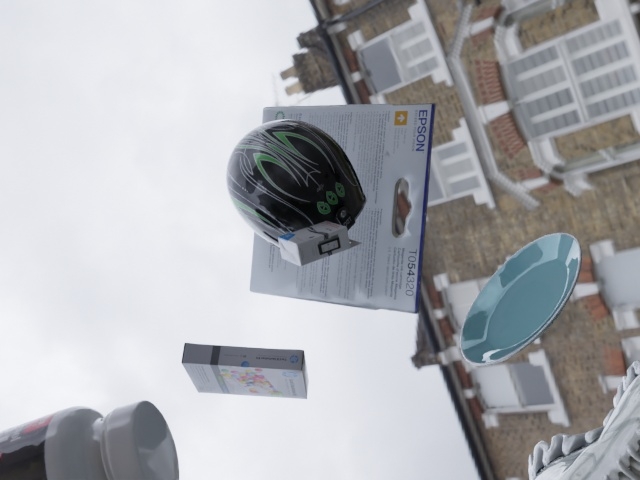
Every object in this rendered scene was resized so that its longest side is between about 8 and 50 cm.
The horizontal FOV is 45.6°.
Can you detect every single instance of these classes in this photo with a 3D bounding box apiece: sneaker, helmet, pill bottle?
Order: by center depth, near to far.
[{"bbox_3d":[0.274,0.197,0.666,0.110,0.292,0.118,36,-137,10],"label":"sneaker"},{"bbox_3d":[-0.039,-0.074,0.968,0.161,0.169,0.169,47,-132,-17],"label":"helmet"},{"bbox_3d":[-0.351,0.316,0.970,0.176,0.319,0.176,-20,-90,-85],"label":"pill bottle"}]

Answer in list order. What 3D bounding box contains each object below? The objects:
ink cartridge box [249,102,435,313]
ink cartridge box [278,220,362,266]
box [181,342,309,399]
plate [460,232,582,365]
[{"bbox_3d":[0.038,-0.057,1.246,0.071,0.330,0.323,4,-88,-58],"label":"ink cartridge box"},{"bbox_3d":[0.000,0.000,0.872,0.083,0.048,0.028,-19,-71,-26],"label":"ink cartridge box"},{"bbox_3d":[-0.115,0.210,1.217,0.145,0.186,0.038,86,-173,-61],"label":"box"},{"bbox_3d":[0.235,0.071,0.879,0.024,0.188,0.188,39,-129,-12],"label":"plate"}]
